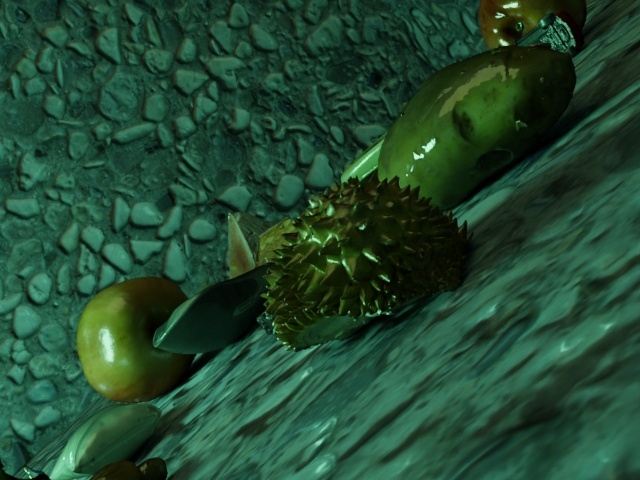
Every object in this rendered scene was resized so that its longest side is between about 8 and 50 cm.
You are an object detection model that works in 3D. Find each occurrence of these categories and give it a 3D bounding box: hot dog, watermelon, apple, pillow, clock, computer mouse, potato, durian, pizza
[{"bbox_3d":[-0.218,0.269,0.898,0.090,0.060,0.140,-31,17,45],"label":"hot dog"},{"bbox_3d":[-0.142,0.037,2.023,0.136,0.202,0.207,9,-31,-40],"label":"watermelon"},{"bbox_3d":[-0.330,0.183,1.661,0.242,0.242,0.241,-43,8,-27],"label":"apple"},{"bbox_3d":[-0.325,0.301,1.309,0.144,0.078,0.254,-43,5,-28],"label":"pillow"},{"bbox_3d":[0.193,-0.211,1.891,0.308,0.096,0.235,-37,4,40],"label":"clock"},{"bbox_3d":[-0.137,0.115,1.581,0.379,0.090,0.167,-28,-10,-42],"label":"computer mouse"},{"bbox_3d":[0.177,-0.140,1.045,0.191,0.141,0.296,-47,10,-38],"label":"potato"},{"bbox_3d":[0.033,0.014,0.834,0.183,0.138,0.249,-54,5,-35],"label":"durian"},{"bbox_3d":[-0.044,0.020,1.801,0.204,0.080,0.188,-36,29,18],"label":"pizza"},{"bbox_3d":[0.404,-0.435,1.699,0.209,0.209,0.164,-36,6,45],"label":"apple"}]

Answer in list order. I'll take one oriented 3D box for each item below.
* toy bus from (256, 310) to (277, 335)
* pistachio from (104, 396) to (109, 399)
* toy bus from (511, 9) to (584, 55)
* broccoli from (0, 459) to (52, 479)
[{"bbox_3d":[-0.048,0.101,1.240,0.052,0.037,0.130,-38,1,-28],"label":"toy bus"},{"bbox_3d":[-0.415,0.282,1.980,0.206,0.131,0.129,-33,15,26],"label":"pistachio"},{"bbox_3d":[0.397,-0.339,1.567,0.089,0.081,0.195,-32,-1,-28],"label":"toy bus"},{"bbox_3d":[-0.394,0.330,1.111,0.154,0.160,0.167,-23,12,-36],"label":"broccoli"}]
